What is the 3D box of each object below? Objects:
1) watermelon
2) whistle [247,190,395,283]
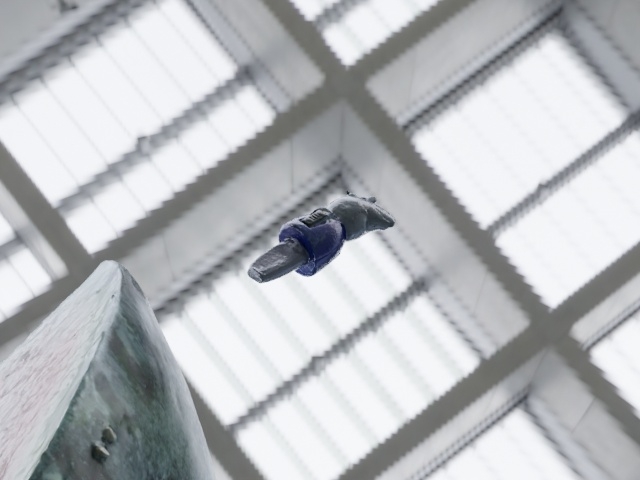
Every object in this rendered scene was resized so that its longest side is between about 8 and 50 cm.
[{"bbox_3d":[-0.145,0.132,0.839,0.213,0.320,0.289,0,-113,18],"label":"watermelon"},{"bbox_3d":[0.000,0.000,0.951,0.083,0.029,0.033,-31,-137,-33],"label":"whistle"}]
